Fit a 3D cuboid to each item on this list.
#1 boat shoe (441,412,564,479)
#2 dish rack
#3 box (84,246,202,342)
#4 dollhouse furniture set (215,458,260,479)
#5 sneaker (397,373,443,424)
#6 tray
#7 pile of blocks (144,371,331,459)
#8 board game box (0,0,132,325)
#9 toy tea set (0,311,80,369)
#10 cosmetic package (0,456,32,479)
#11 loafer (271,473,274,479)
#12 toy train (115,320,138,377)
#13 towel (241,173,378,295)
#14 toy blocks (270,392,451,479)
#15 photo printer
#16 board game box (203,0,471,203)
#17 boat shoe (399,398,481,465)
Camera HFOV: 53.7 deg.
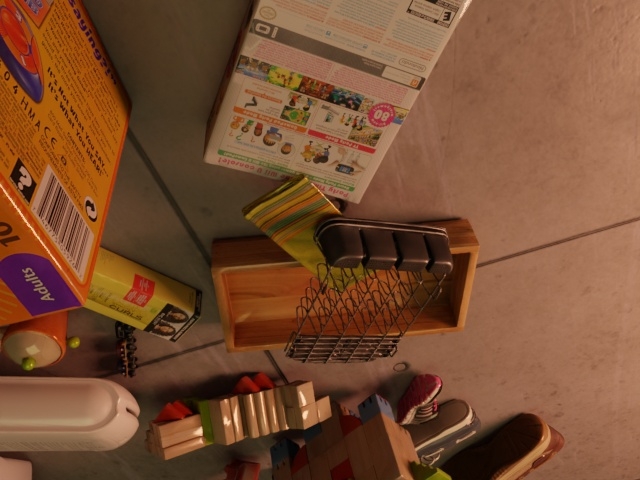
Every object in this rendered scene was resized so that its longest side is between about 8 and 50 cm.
[{"bbox_3d":[0.417,0.534,1.475,0.123,0.123,0.342,30,115,-28],"label":"boat shoe"},{"bbox_3d":[0.061,0.090,0.945,0.208,0.074,0.272,5,134,-22],"label":"dish rack"},{"bbox_3d":[-0.310,0.082,1.012,0.232,0.058,0.087,30,122,-29],"label":"box"},{"bbox_3d":[-0.155,0.654,1.436,0.152,0.201,0.374,12,125,11],"label":"dollhouse furniture set"},{"bbox_3d":[0.219,0.329,1.302,0.074,0.063,0.170,10,134,-15],"label":"sneaker"},{"bbox_3d":[0.039,0.077,1.047,0.410,0.076,0.203,-5,131,-4],"label":"tray"},{"bbox_3d":[-0.165,0.321,1.233,0.362,0.149,0.113,-9,90,-12],"label":"pile of blocks"},{"bbox_3d":[-0.436,-0.143,0.595,0.356,0.356,0.357,-13,132,5],"label":"board game box"},{"bbox_3d":[-0.561,0.159,1.003,0.336,0.124,0.200,-24,130,13],"label":"toy tea set"},{"bbox_3d":[-0.797,0.584,1.153,0.393,0.328,0.329,-10,156,1],"label":"cosmetic package"},{"bbox_3d":[-0.038,0.597,1.508,0.078,0.080,0.220,-45,129,-12],"label":"loafer"},{"bbox_3d":[-0.347,0.193,1.127,0.036,0.027,0.158,5,130,-7],"label":"toy train"},{"bbox_3d":[0.000,0.000,0.893,0.102,0.021,0.237,-29,135,19],"label":"towel"},{"bbox_3d":[0.044,0.450,1.271,0.381,0.261,0.190,-40,123,16],"label":"toy blocks"},{"bbox_3d":[-0.478,0.308,1.112,0.307,0.107,0.256,3,155,-10],"label":"photo printer"},{"bbox_3d":[0.005,-0.209,0.772,0.224,0.098,0.303,14,127,-20],"label":"board game box"},{"bbox_3d":[0.226,0.432,1.377,0.254,0.095,0.079,-32,117,9],"label":"boat shoe"}]
